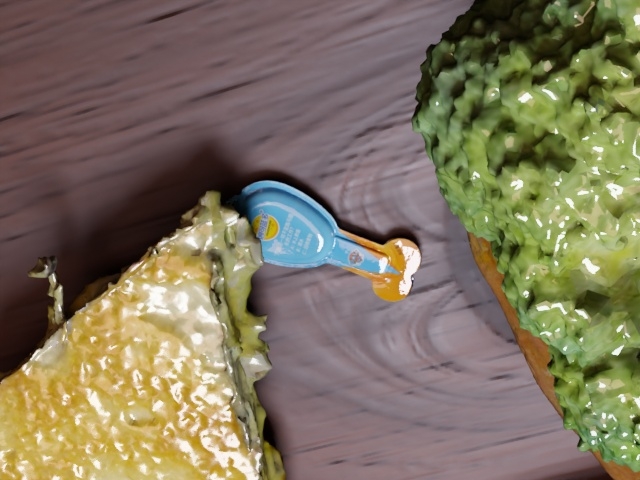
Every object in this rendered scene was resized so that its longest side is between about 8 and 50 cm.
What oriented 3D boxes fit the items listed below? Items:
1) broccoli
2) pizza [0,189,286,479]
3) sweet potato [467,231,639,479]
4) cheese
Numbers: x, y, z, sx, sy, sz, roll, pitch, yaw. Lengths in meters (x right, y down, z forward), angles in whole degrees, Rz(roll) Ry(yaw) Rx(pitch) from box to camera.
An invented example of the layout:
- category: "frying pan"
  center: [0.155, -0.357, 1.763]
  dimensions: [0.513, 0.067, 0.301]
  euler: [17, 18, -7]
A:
- category: "broccoli"
  center: [0.186, -0.023, 0.692]
  dimensions: [0.302, 0.186, 0.254]
  euler: [42, 76, -9]
- category: "pizza"
  center: [-0.089, 0.101, 0.912]
  dimensions: [0.280, 0.075, 0.288]
  euler: [24, 112, -4]
- category: "sweet potato"
  center: [0.156, 0.055, 0.841]
  dimensions: [0.097, 0.097, 0.252]
  euler: [-22, 112, 18]
- category: "cheese"
  center: [0.000, 0.000, 0.882]
  dimensions: [0.111, 0.017, 0.047]
  euler: [22, 117, 2]
